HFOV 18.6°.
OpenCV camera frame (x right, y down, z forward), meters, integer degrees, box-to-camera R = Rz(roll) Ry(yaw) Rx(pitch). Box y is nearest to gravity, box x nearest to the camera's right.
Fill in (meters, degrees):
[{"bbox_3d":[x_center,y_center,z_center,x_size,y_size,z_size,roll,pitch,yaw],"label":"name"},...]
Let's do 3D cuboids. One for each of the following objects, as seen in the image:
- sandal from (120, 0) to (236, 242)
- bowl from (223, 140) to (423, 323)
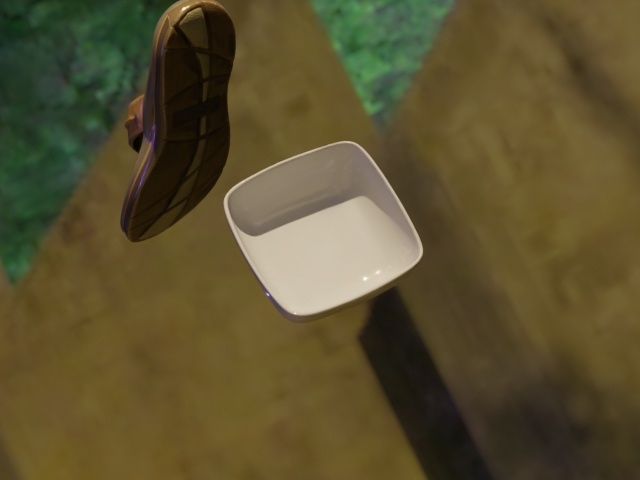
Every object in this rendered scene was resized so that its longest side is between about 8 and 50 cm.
[{"bbox_3d":[-0.094,-0.079,1.215,0.072,0.049,0.180,-21,-43,-35],"label":"sandal"},{"bbox_3d":[0.000,0.000,1.656,0.142,0.142,0.053,-23,-23,-17],"label":"bowl"}]
